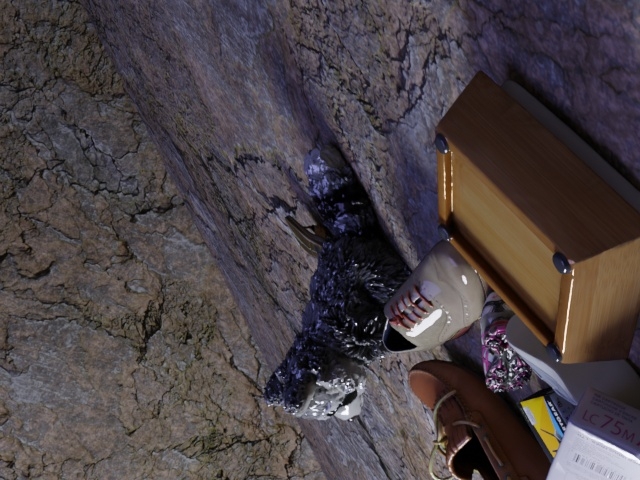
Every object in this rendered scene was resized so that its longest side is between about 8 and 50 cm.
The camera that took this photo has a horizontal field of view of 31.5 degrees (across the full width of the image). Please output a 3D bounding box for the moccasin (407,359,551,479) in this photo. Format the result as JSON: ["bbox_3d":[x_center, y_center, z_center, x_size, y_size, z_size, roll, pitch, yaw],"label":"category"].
[{"bbox_3d":[0.245,0.324,1.785,0.380,0.147,0.139,49,160,41],"label":"moccasin"}]

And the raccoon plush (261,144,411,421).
[{"bbox_3d":[-0.017,0.097,1.973,0.446,0.299,0.216,61,165,9],"label":"raccoon plush"}]

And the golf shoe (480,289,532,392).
[{"bbox_3d":[0.263,0.146,1.614,0.186,0.067,0.086,78,-172,-50],"label":"golf shoe"}]

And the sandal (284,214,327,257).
[{"bbox_3d":[0.000,0.000,2.250,0.180,0.049,0.072,32,155,36],"label":"sandal"}]

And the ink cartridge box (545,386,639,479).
[{"bbox_3d":[0.370,0.302,1.367,0.186,0.065,0.311,26,149,17],"label":"ink cartridge box"}]

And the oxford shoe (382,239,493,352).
[{"bbox_3d":[0.167,0.096,1.685,0.123,0.130,0.348,57,164,21],"label":"oxford shoe"}]

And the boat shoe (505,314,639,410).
[{"bbox_3d":[0.327,0.164,1.414,0.227,0.079,0.081,39,176,46],"label":"boat shoe"}]

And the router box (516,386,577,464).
[{"bbox_3d":[0.352,0.286,1.562,0.179,0.046,0.133,61,165,7],"label":"router box"}]

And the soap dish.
[{"bbox_3d":[0.242,-0.018,1.271,0.291,0.118,0.229,50,161,35],"label":"soap dish"}]
